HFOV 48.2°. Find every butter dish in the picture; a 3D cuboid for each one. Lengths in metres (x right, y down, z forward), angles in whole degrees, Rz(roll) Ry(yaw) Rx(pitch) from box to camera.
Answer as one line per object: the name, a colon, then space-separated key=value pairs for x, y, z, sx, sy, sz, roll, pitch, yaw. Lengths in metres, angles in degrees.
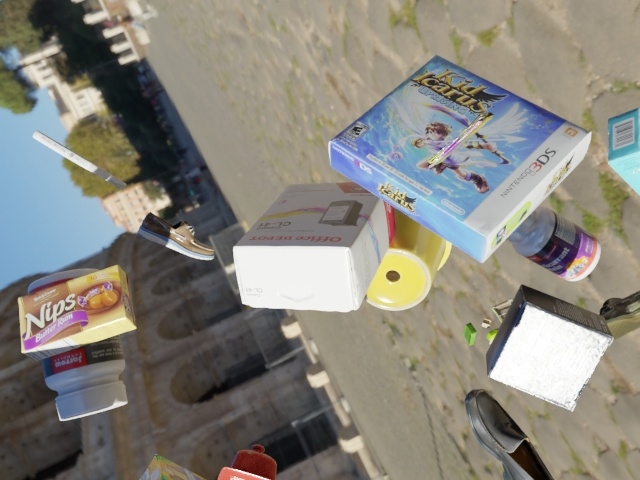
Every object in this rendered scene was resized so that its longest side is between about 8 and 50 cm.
butter dish: x=-0.179 y=0.602 z=1.901 sx=0.160 sy=0.159 sz=0.118 roll=113 pitch=175 yaw=-55

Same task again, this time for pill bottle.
pill bottle: x=-0.496 y=0.214 z=1.476 sx=0.161 sy=0.161 sz=0.283 roll=103 pitch=152 yaw=-77
pill bottle: x=0.452 y=-0.003 z=1.429 sx=0.193 sy=0.108 sz=0.108 roll=26 pitch=-174 yaw=-19

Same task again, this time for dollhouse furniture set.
dollhouse furniture set: x=0.447 y=0.219 z=1.848 sx=0.059 sy=0.151 sz=0.076 roll=83 pitch=161 yaw=-54

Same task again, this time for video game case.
video game case: x=-0.484 y=-0.160 z=1.447 sx=0.143 sy=0.019 sz=0.157 roll=30 pitch=175 yaw=15
video game case: x=0.191 y=-0.128 z=0.997 sx=0.269 sy=0.244 sz=0.061 roll=35 pitch=151 yaw=27

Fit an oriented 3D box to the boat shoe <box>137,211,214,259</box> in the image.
boat shoe: x=-0.316 y=-0.010 z=1.616 sx=0.183 sy=0.066 sz=0.066 roll=22 pitch=-176 yaw=-26

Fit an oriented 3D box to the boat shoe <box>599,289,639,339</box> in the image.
boat shoe: x=0.623 y=0.157 z=1.504 sx=0.073 sy=0.223 sz=0.080 roll=56 pitch=148 yaw=36

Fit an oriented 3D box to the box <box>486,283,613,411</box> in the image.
box: x=0.390 y=0.183 z=1.236 sx=0.093 sy=0.158 sz=0.156 roll=-60 pitch=-9 yaw=-69

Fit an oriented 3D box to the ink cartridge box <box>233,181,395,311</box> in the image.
ink cartridge box: x=0.000 y=0.000 z=1.363 sx=0.306 sy=0.226 sz=0.131 roll=-55 pitch=-39 yaw=-59

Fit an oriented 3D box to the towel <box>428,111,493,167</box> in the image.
towel: x=0.160 y=-0.116 z=0.813 sx=0.009 sy=0.083 sz=0.060 roll=50 pitch=-151 yaw=5

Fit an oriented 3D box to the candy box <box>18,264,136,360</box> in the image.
candy box: x=-0.419 y=0.124 z=1.230 sx=0.053 sy=0.186 sz=0.109 roll=73 pitch=180 yaw=-60

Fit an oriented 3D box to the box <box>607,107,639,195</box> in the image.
box: x=0.606 y=-0.127 z=1.291 sx=0.244 sy=0.060 sz=0.101 roll=32 pitch=-123 yaw=-32

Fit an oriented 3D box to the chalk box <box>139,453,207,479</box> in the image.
chalk box: x=-0.289 y=0.578 z=1.516 sx=0.213 sy=0.132 sz=0.132 roll=35 pitch=178 yaw=-20

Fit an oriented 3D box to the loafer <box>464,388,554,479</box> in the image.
loafer: x=0.262 y=0.274 z=0.974 sx=0.170 sy=0.062 sz=0.061 roll=56 pitch=147 yaw=11

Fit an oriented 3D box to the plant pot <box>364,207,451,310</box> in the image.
plant pot: x=0.169 y=0.020 z=1.599 sx=0.239 sy=0.253 sz=0.254 roll=-75 pitch=-30 yaw=-57
